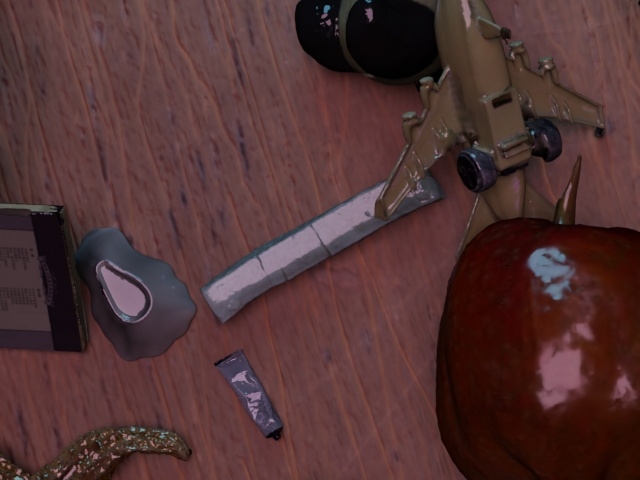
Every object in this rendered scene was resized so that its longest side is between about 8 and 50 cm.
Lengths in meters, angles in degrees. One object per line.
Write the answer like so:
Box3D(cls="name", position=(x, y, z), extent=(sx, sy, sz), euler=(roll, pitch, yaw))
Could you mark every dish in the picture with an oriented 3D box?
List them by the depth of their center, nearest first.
Box3D(cls="dish", position=(-0.185, 0.046, 1.466), extent=(0.091, 0.039, 0.137), euler=(-39, 82, 2))

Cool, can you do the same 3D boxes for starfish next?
Box3D(cls="starfish", position=(-0.251, 0.293, 1.440), extent=(0.299, 0.060, 0.302), euler=(24, 82, 3))

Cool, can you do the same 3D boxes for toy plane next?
Box3D(cls="toy plane", position=(0.146, -0.110, 1.368), extent=(0.242, 0.104, 0.256), euler=(-22, 123, -19))

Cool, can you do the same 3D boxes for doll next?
Box3D(cls="doll", position=(0.066, -0.251, 1.408), extent=(0.135, 0.143, 0.234), euler=(0, 102, -30))

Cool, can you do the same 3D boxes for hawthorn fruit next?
Box3D(cls="hawthorn fruit", position=(0.212, 0.107, 1.315), extent=(0.258, 0.258, 0.262), euler=(-30, 54, 3))

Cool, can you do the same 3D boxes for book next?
Box3D(cls="book", position=(-0.339, 0.031, 1.454), extent=(0.231, 0.026, 0.157), euler=(2, 124, 8))

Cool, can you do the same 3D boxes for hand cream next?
Box3D(cls="hand cream", position=(-0.064, 0.147, 1.455), extent=(0.030, 0.019, 0.093), euler=(-33, 74, 5))

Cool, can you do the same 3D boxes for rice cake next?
Box3D(cls="rice cake", position=(0.000, 0.000, 1.446), extent=(0.245, 0.042, 0.045), euler=(-29, 93, 5))

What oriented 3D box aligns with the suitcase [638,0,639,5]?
Box3D(cls="suitcase", position=(0.414, -0.319, 1.319), extent=(0.339, 0.188, 0.345), euler=(-15, 107, 10))
